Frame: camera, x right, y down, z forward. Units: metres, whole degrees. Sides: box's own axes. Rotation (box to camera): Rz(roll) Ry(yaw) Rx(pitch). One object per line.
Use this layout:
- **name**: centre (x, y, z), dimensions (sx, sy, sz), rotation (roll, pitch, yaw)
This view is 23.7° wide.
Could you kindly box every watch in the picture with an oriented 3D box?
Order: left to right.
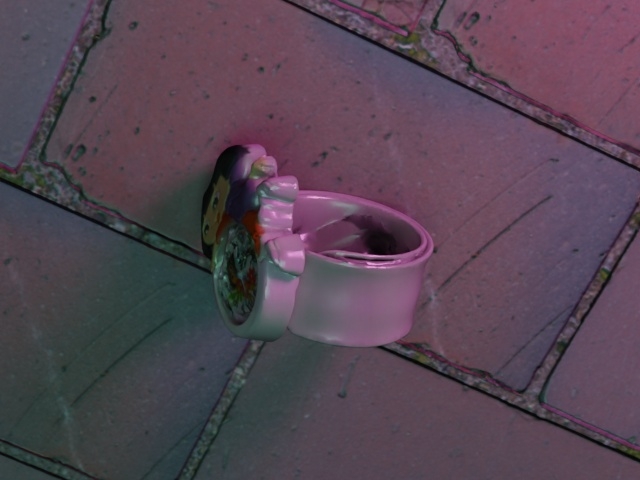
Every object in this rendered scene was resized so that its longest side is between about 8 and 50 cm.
- **watch**: centre (0.000, 0.000, 1.702), dimensions (0.231, 0.244, 0.196), rotation (0, 116, -24)
